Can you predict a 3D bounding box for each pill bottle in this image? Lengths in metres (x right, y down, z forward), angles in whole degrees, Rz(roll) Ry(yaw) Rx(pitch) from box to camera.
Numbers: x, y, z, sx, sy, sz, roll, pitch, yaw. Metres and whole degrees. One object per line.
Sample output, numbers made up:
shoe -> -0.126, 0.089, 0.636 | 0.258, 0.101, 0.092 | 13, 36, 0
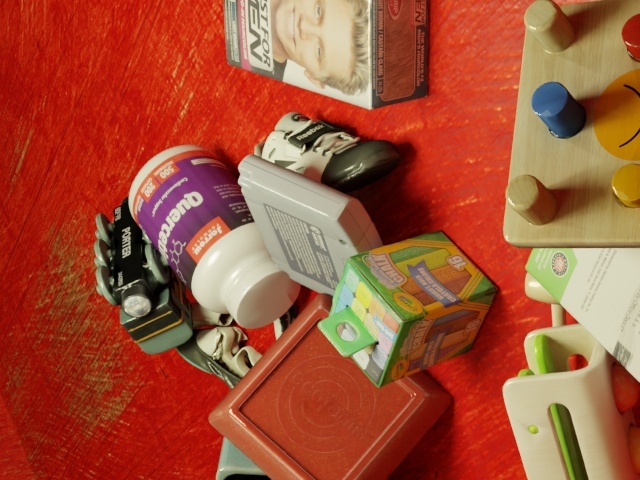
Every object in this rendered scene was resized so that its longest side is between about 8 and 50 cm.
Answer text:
pill bottle -> -0.172, -0.005, 1.902 | 0.323, 0.181, 0.181 | 47, 138, 34

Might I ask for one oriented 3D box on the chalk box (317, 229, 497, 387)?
chalk box -> 0.101, 0.093, 1.519 | 0.132, 0.213, 0.132 | 49, 139, 32

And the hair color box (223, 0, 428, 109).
hair color box -> -0.001, -0.307, 1.597 | 0.347, 0.105, 0.174 | 24, 123, 48

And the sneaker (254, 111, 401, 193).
sneaker -> -0.012, -0.124, 1.673 | 0.330, 0.122, 0.146 | -15, 93, 56

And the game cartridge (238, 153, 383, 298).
game cartridge -> 0.000, 0.000, 1.620 | 0.196, 0.060, 0.294 | 29, 160, 24

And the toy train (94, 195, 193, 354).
toy train -> -0.318, 0.054, 2.088 | 0.334, 0.142, 0.190 | -107, -10, -55

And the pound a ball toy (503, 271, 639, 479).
pound a ball toy -> 0.321, 0.204, 1.328 | 0.135, 0.208, 0.319 | -9, 109, 26

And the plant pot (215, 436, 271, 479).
plant pot -> -0.043, 0.374, 1.810 | 0.252, 0.248, 0.247 | -95, 10, -60

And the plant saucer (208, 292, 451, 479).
plant saucer -> 0.010, 0.236, 1.634 | 0.258, 0.259, 0.048 | 39, 167, 18

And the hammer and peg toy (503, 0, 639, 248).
hammer and peg toy -> 0.309, -0.166, 1.101 | 0.266, 0.127, 0.361 | -2, 73, 32

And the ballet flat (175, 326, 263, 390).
ballet flat -> -0.153, 0.214, 2.057 | 0.280, 0.095, 0.096 | 34, 121, 29

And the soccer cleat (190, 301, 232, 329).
soccer cleat -> -0.200, 0.133, 2.108 | 0.076, 0.068, 0.196 | 57, 143, 10

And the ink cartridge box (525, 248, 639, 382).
ink cartridge box -> 0.368, 0.032, 1.195 | 0.273, 0.115, 0.198 | 49, 139, 34

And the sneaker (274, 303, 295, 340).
sneaker -> -0.060, 0.146, 1.940 | 0.044, 0.040, 0.109 | -139, 47, -62
